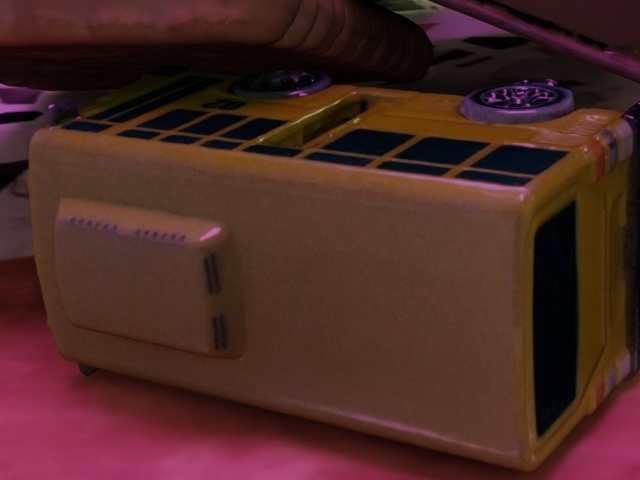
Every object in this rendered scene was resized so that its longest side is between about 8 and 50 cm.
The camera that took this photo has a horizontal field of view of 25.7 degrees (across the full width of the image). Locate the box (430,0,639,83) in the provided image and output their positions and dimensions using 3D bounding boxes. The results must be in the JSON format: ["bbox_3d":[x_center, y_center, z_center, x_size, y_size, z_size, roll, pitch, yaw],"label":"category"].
[{"bbox_3d":[0.077,-0.197,0.600,0.225,0.190,0.297,21,14,-4],"label":"box"}]

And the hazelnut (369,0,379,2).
[{"bbox_3d":[-0.003,-0.243,0.838,0.208,0.208,0.208,-5,23,2],"label":"hazelnut"}]

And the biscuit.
[{"bbox_3d":[-0.078,-0.087,0.572,0.217,0.044,0.325,-1,4,14],"label":"biscuit"}]

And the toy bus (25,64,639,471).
[{"bbox_3d":[0.000,0.000,0.410,0.175,0.088,0.101,9,25,31],"label":"toy bus"}]
